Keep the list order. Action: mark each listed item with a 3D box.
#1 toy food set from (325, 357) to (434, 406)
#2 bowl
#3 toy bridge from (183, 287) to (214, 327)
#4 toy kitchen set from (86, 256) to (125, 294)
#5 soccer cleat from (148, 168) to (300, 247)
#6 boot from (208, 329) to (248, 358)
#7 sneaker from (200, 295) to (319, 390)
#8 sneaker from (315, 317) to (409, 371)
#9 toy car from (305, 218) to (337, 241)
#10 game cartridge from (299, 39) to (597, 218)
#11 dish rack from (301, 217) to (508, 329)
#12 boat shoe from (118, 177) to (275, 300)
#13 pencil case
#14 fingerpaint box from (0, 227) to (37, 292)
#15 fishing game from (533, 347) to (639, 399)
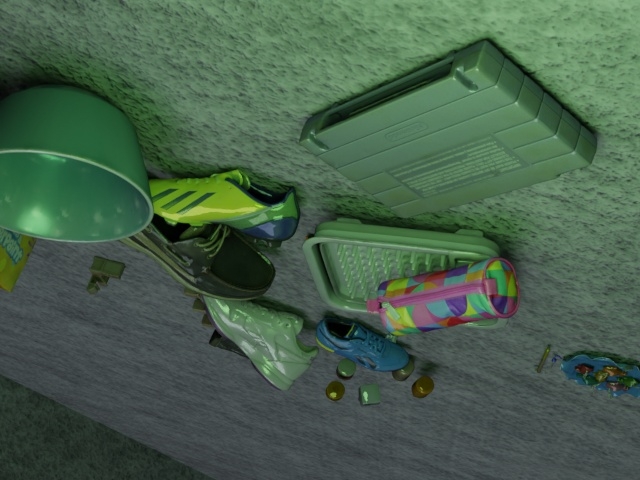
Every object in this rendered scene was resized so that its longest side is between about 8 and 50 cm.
[{"bbox_3d":[0.121,0.305,2.195,0.232,0.111,0.104,-7,162,-7],"label":"toy food set"},{"bbox_3d":[-0.411,-0.131,1.591,0.312,0.163,0.311,2,155,1],"label":"bowl"},{"bbox_3d":[-0.255,0.150,2.260,0.063,0.026,0.188,10,154,13],"label":"toy bridge"},{"bbox_3d":[-0.474,0.091,2.244,0.075,0.068,0.083,13,155,14],"label":"toy kitchen set"},{"bbox_3d":[-0.172,-0.076,1.687,0.289,0.093,0.121,13,120,9],"label":"soccer cleat"},{"bbox_3d":[-0.137,0.243,2.312,0.208,0.076,0.189,28,159,-10],"label":"boot"},{"bbox_3d":[-0.130,0.175,2.154,0.305,0.152,0.114,47,-175,-16],"label":"sneaker"},{"bbox_3d":[0.091,0.215,2.099,0.209,0.069,0.082,21,151,-3],"label":"sneaker"},{"bbox_3d":[0.000,0.000,1.756,0.060,0.040,0.122,17,155,4],"label":"toy car"},{"bbox_3d":[0.163,-0.134,1.349,0.230,0.068,0.355,30,153,-30],"label":"game cartridge"},{"bbox_3d":[0.151,0.049,1.684,0.333,0.072,0.285,6,153,13],"label":"dish rack"},{"bbox_3d":[-0.233,0.000,1.815,0.355,0.132,0.130,27,152,-17],"label":"boat shoe"},{"bbox_3d":[0.191,0.090,1.557,0.236,0.104,0.104,-17,138,41],"label":"pencil case"},{"bbox_3d":[-0.734,-0.093,1.745,0.371,0.163,0.445,19,162,6],"label":"fingerpaint box"},{"bbox_3d":[0.547,0.268,1.917,0.264,0.041,0.189,16,158,6],"label":"fishing game"}]
